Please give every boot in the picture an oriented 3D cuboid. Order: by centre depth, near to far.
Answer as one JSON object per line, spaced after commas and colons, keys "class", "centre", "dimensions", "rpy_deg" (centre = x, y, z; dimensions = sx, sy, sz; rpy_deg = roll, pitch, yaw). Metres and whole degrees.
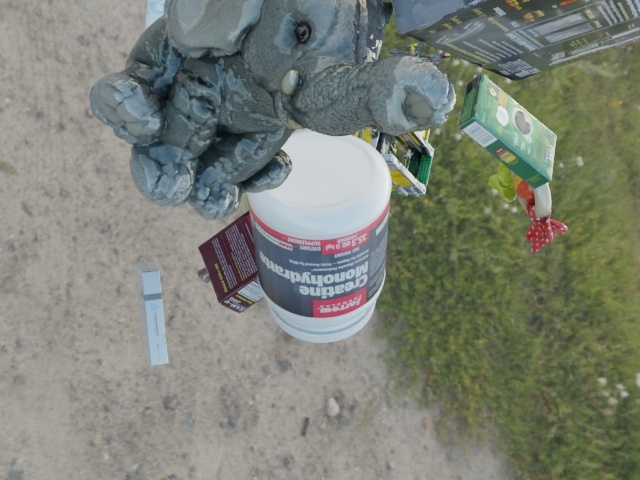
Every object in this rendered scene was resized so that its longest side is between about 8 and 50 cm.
{"class": "boot", "centre": [-0.267, 0.089, 1.875], "dimensions": [0.114, 0.106, 0.037], "rpy_deg": [-29, 131, -26]}

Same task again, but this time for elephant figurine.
{"class": "elephant figurine", "centre": [-0.022, -0.122, 0.456], "dimensions": [0.169, 0.239, 0.186], "rpy_deg": [-33, 94, -51]}

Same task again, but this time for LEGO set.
{"class": "LEGO set", "centre": [0.095, -0.234, 1.311], "dimensions": [0.192, 0.254, 0.332], "rpy_deg": [33, 74, -55]}

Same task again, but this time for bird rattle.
{"class": "bird rattle", "centre": [0.502, -0.110, 1.681], "dimensions": [0.207, 0.143, 0.254], "rpy_deg": [66, 11, -55]}

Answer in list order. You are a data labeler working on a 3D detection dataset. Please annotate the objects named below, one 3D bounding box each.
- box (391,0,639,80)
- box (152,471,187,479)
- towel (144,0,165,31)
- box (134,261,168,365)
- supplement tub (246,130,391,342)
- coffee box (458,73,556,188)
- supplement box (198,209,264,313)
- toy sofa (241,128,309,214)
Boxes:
{"class": "box", "centre": [0.215, -0.204, 0.516], "dimensions": [0.307, 0.242, 0.077], "rpy_deg": [-11, 89, -60]}
{"class": "box", "centre": [-0.306, 0.603, 1.433], "dimensions": [0.103, 0.114, 0.203], "rpy_deg": [-12, 91, -26]}
{"class": "towel", "centre": [-0.222, -0.322, 1.167], "dimensions": [0.090, 0.320, 0.375], "rpy_deg": [3, 86, -4]}
{"class": "box", "centre": [-0.341, 0.143, 1.399], "dimensions": [0.038, 0.145, 0.186], "rpy_deg": [-5, 96, -19]}
{"class": "supplement tub", "centre": [0.000, 0.000, 0.987], "dimensions": [0.272, 0.191, 0.191], "rpy_deg": [88, 24, -47]}
{"class": "coffee box", "centre": [0.312, -0.179, 1.153], "dimensions": [0.184, 0.040, 0.113], "rpy_deg": [32, 52, -20]}
{"class": "supplement box", "centre": [-0.085, 0.005, 1.202], "dimensions": [0.073, 0.239, 0.130], "rpy_deg": [39, 21, -55]}
{"class": "toy sofa", "centre": [-0.104, -0.163, 1.512], "dimensions": [0.177, 0.150, 0.363], "rpy_deg": [-24, 118, -30]}
